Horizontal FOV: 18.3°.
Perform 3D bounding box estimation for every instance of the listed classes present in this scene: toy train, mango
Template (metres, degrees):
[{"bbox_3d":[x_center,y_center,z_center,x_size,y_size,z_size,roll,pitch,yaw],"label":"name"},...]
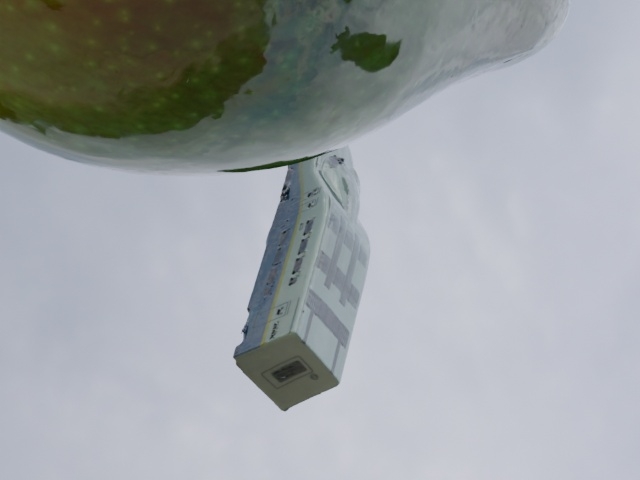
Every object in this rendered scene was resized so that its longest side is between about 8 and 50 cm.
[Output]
[{"bbox_3d":[0.000,0.000,1.201,0.051,0.234,0.052,-24,-59,30],"label":"toy train"},{"bbox_3d":[-0.026,-0.134,0.874,0.225,0.382,0.201,44,-59,38],"label":"mango"}]
